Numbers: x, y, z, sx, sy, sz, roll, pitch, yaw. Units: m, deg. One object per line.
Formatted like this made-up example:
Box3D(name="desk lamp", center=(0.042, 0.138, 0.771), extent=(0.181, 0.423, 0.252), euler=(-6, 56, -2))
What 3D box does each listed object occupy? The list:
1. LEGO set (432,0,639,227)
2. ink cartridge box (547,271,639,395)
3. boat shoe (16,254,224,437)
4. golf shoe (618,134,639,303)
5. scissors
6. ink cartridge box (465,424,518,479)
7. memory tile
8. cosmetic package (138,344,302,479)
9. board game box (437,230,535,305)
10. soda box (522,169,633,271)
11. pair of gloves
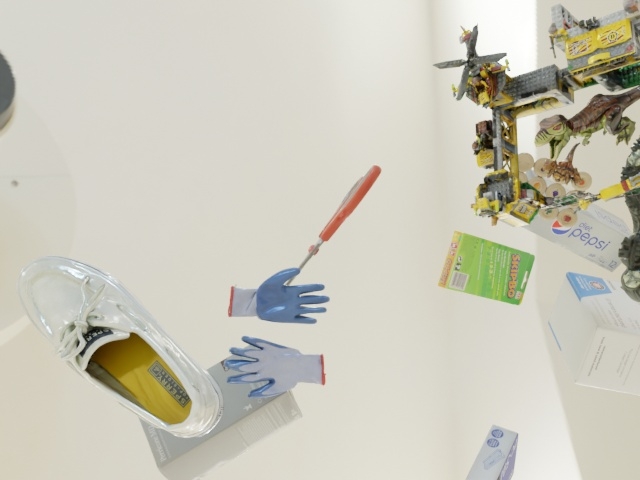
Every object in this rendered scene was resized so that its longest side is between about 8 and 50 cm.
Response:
Box3D(name="LEGO set", center=(0.283, -0.152, 0.889), extent=(0.192, 0.331, 0.254), euler=(17, -104, -45))
Box3D(name="ink cartridge box", center=(0.787, 0.237, 1.816), extent=(0.395, 0.166, 0.285), euler=(11, -156, -2))
Box3D(name="boat shoe", center=(-0.298, 0.138, 1.031), extent=(0.367, 0.156, 0.136), euler=(40, -95, 14))
Box3D(name="golf shoe", center=(0.470, -0.038, 1.029), extent=(0.120, 0.105, 0.272), euler=(23, -102, -47))
Box3D(name="scissors", center=(0.000, 0.000, 1.205), extent=(0.021, 0.109, 0.297), euler=(39, -102, -8))
Box3D(name="ink cartridge box", center=(0.244, 0.387, 1.148), extent=(0.207, 0.046, 0.097), euler=(-45, -39, -46))
Box3D(name="memory tile", center=(0.425, -0.096, 1.428), extent=(0.148, 0.113, 0.012), euler=(21, -162, 12))
Box3D(name="cosmetic package", center=(-0.165, 0.284, 1.239), extent=(0.238, 0.107, 0.127), euler=(-29, -131, -11))
Box3D(name="board game box", center=(0.369, 0.065, 1.659), extent=(0.260, 0.039, 0.124), euler=(15, -87, -36))
Box3D(name="soda box", center=(0.531, -0.041, 1.603), extent=(0.286, 0.091, 0.098), euler=(24, -149, -22))
Box3D(name="pair of gloves", center=(-0.065, 0.139, 1.152), extent=(0.159, 0.023, 0.198), euler=(2, -96, -13))
